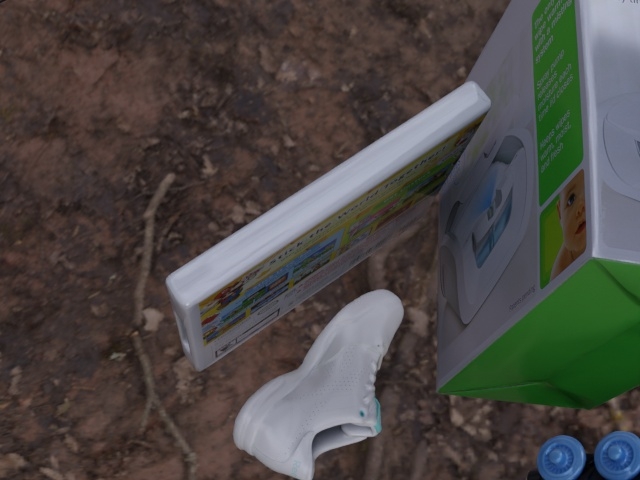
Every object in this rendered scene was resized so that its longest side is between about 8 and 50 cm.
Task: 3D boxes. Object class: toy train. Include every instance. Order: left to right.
[{"bbox_3d":[0.245,0.208,0.687,0.080,0.184,0.105,39,49,-37],"label":"toy train"}]

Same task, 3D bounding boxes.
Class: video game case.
[{"bbox_3d":[0.000,0.000,0.603,0.227,0.206,0.026,-33,78,-15],"label":"video game case"}]

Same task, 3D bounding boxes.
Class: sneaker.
[{"bbox_3d":[0.025,0.131,0.777,0.094,0.080,0.212,29,52,26],"label":"sneaker"}]

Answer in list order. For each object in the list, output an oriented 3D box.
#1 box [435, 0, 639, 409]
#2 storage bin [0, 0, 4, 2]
[{"bbox_3d":[0.170,-0.037,0.560,0.127,0.262,0.231,7,67,-7],"label":"box"},{"bbox_3d":[-0.127,-0.110,0.226,0.180,0.122,0.084,-29,91,-10],"label":"storage bin"}]
